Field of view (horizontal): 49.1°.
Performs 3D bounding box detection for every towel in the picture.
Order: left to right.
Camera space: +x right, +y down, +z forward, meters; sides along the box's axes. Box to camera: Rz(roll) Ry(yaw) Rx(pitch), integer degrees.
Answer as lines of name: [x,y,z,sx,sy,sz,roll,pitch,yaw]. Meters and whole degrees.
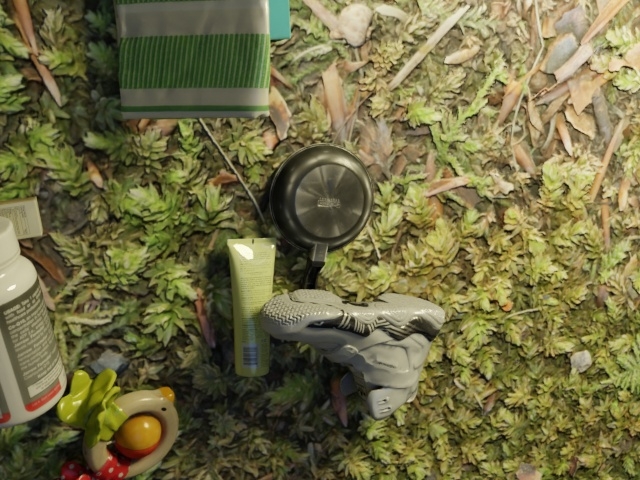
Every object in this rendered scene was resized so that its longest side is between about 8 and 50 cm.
towel: [-0.194,-0.344,1.044,0.248,0.038,0.324,2,103,10]

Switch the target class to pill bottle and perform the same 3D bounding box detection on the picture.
pill bottle: [-0.481,0.116,1.018,0.161,0.161,0.283,-12,116,-16]

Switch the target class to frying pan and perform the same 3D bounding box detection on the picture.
frying pan: [-0.023,-0.015,1.229,0.197,0.053,0.326,29,89,-23]

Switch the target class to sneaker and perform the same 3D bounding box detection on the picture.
sneaker: [0.054,0.204,1.238,0.366,0.137,0.210,4,101,-32]

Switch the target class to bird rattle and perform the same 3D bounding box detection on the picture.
bird rattle: [-0.332,0.341,1.168,0.207,0.143,0.253,-9,109,-34]

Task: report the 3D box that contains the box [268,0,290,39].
box: [-0.092,-0.432,1.078,0.060,0.100,0.244,-7,104,-16]

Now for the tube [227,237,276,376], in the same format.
tube: [-0.118,0.114,1.223,0.062,0.070,0.240,3,98,19]

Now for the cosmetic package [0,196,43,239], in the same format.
cosmetic package: [-0.488,-0.029,1.068,0.115,0.041,0.060,-8,106,-17]
